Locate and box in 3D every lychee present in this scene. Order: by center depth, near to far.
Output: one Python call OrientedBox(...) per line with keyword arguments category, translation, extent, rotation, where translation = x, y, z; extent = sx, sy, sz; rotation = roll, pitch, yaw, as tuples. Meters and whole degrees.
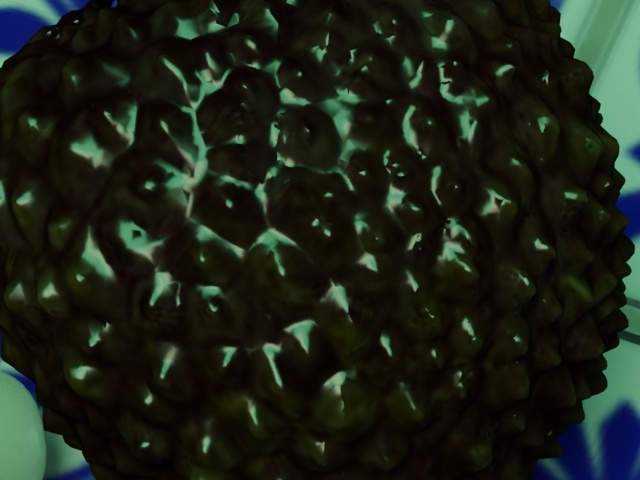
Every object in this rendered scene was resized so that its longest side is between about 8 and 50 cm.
OrientedBox(category="lychee", translation=(0.000, 0.000, 0.508), extent=(0.188, 0.188, 0.188), rotation=(-4, 61, 8))

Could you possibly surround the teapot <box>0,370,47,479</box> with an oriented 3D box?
OrientedBox(category="teapot", translation=(-0.247, 0.070, 0.527), extent=(0.299, 0.166, 0.208), rotation=(1, 104, 16))
